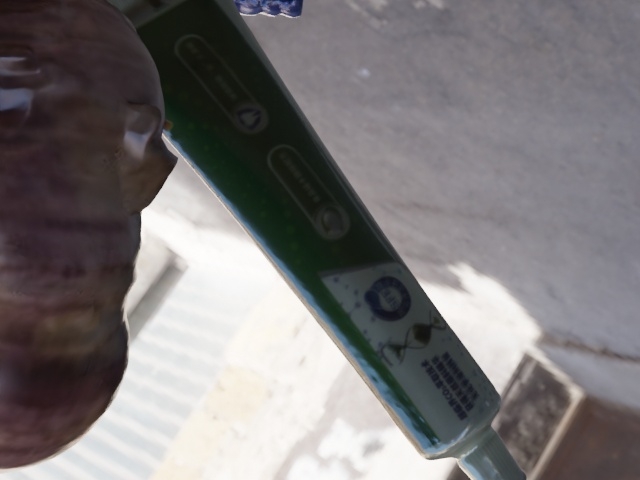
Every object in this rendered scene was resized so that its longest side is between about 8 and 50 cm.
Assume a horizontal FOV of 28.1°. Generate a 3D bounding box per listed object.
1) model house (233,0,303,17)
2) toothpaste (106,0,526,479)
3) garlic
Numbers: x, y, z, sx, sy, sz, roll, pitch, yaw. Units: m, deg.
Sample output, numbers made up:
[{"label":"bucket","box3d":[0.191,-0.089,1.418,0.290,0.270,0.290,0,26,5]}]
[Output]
[{"label":"model house","box3d":[-0.098,-0.344,1.266,0.251,0.329,0.295,6,155,-9]},{"label":"toothpaste","box3d":[0.000,0.000,0.781,0.392,0.099,0.061,53,156,1]},{"label":"garlic","box3d":[-0.169,-0.023,0.501,0.160,0.245,0.245,8,-178,-36]}]
